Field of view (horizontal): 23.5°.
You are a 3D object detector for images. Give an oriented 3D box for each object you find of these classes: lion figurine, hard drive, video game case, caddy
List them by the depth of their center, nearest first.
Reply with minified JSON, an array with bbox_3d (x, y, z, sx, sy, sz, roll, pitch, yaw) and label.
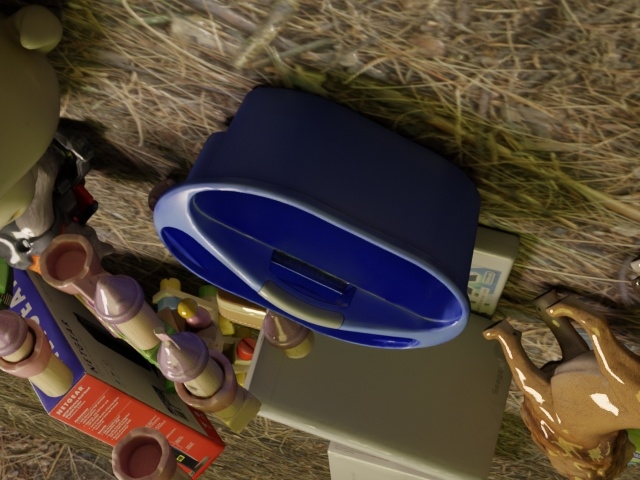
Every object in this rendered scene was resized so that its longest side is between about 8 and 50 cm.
[{"bbox_3d":[0.000,0.000,1.572,0.341,0.179,0.241,25,150,-15],"label":"caddy"},{"bbox_3d":[0.325,0.163,1.732,0.240,0.142,0.392,59,163,2],"label":"lion figurine"},{"bbox_3d":[0.075,0.153,1.834,0.307,0.203,0.040,20,160,-10],"label":"hard drive"},{"bbox_3d":[0.072,0.027,1.855,0.300,0.036,0.329,15,161,5],"label":"video game case"}]

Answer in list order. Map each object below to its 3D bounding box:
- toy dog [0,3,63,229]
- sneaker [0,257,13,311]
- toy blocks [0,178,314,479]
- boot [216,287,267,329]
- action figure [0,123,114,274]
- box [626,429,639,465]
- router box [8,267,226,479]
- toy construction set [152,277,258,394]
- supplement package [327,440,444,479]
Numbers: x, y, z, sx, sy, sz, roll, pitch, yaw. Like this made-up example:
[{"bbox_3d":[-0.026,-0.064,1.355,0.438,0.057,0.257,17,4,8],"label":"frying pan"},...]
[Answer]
[{"bbox_3d":[-0.415,-0.032,1.438,0.395,0.408,0.284,-18,116,30],"label":"toy dog"},{"bbox_3d":[-0.554,0.051,2.196,0.483,0.185,0.202,9,151,51],"label":"sneaker"},{"bbox_3d":[-0.192,0.075,1.685,0.288,0.309,0.260,36,168,29],"label":"toy blocks"},{"bbox_3d":[-0.019,0.160,2.074,0.262,0.095,0.203,10,123,4],"label":"boot"},{"bbox_3d":[-0.408,-0.042,1.845,0.330,0.178,0.341,30,154,-3],"label":"action figure"},{"bbox_3d":[0.434,0.302,2.311,0.109,0.042,0.178,20,161,-10],"label":"box"},{"bbox_3d":[-0.323,0.177,2.244,0.301,0.082,0.335,36,-171,-45],"label":"router box"},{"bbox_3d":[-0.098,0.164,2.228,0.328,0.151,0.215,17,144,-6],"label":"toy construction set"},{"bbox_3d":[0.130,0.329,2.472,0.204,0.145,0.262,14,161,7],"label":"supplement package"}]
